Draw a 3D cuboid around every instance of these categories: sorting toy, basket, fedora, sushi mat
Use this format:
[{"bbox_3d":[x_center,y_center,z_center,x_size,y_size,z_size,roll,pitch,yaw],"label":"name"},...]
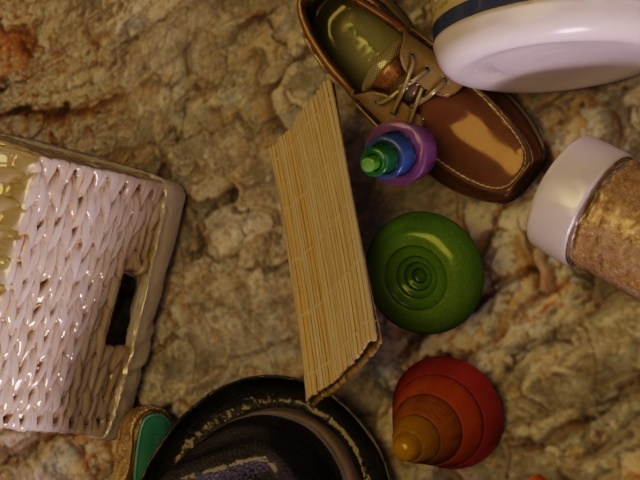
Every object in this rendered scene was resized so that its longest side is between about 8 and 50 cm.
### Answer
[{"bbox_3d":[0.085,0.068,1.264,0.127,0.126,0.366,-5,99,27],"label":"sorting toy"},{"bbox_3d":[-0.384,0.039,1.510,0.331,0.266,0.328,16,92,29],"label":"basket"},{"bbox_3d":[-0.090,0.304,1.358,0.334,0.152,0.334,-2,85,23],"label":"fedora"},{"bbox_3d":[0.000,0.000,1.326,0.151,0.019,0.316,-49,42,47],"label":"sushi mat"}]

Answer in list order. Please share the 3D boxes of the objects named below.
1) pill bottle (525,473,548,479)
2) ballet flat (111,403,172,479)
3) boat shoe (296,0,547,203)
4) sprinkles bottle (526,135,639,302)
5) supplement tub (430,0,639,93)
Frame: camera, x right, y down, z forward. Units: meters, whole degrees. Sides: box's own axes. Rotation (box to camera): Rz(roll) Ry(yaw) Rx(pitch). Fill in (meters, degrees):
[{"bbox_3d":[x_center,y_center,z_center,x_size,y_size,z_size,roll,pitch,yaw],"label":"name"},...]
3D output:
[{"bbox_3d":[0.270,0.319,1.179,0.245,0.130,0.130,35,102,28],"label":"pill bottle"},{"bbox_3d":[-0.217,0.290,1.510,0.067,0.073,0.206,11,88,58],"label":"ballet flat"},{"bbox_3d":[0.087,-0.157,1.341,0.324,0.120,0.122,43,106,26],"label":"boat shoe"},{"bbox_3d":[0.361,0.032,1.163,0.355,0.121,0.121,32,100,28],"label":"sprinkles bottle"},{"bbox_3d":[0.211,-0.316,1.224,0.228,0.228,0.316,-8,81,29],"label":"supplement tub"}]
